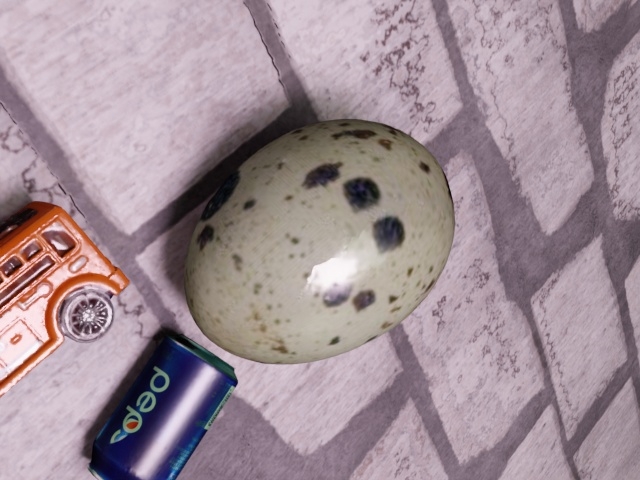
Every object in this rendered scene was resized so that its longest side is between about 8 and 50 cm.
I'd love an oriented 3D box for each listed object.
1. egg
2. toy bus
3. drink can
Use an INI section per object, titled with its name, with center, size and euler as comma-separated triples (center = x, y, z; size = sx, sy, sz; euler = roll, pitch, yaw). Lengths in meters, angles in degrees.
[egg]
center = 0.000, 0.000, 0.960
size = 0.379, 0.288, 0.287
euler = -25, 119, -26
[toy bus]
center = -0.368, 0.107, 0.763
size = 0.329, 0.143, 0.153
euler = -44, 119, -22
[drink can]
center = -0.202, 0.228, 0.963
size = 0.205, 0.118, 0.118
euler = -57, 132, -14
